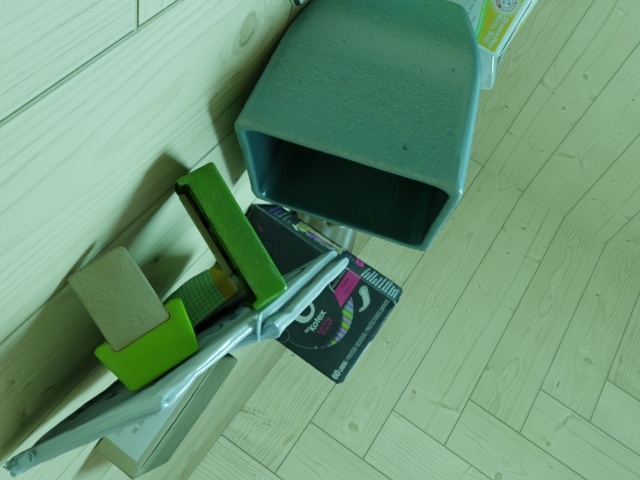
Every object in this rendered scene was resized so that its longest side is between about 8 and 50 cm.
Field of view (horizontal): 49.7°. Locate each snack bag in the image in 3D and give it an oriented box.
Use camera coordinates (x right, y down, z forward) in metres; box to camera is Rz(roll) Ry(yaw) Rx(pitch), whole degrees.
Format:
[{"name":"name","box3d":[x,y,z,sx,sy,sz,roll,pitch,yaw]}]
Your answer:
[{"name":"snack bag","box3d":[-0.158,0.141,0.804,0.323,0.037,0.342,-28,-174,36]}]

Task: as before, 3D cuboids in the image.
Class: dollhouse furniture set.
[{"name":"dollhouse furniture set","box3d":[-0.180,0.043,0.809,0.197,0.151,0.301,-33,-175,-12]}]

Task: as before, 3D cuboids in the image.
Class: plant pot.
[{"name":"plant pot","box3d":[0.000,0.000,1.397,0.167,0.167,0.165,-45,159,-53]},{"name":"plant pot","box3d":[0.065,-0.165,0.847,0.247,0.247,0.252,92,17,-74]}]

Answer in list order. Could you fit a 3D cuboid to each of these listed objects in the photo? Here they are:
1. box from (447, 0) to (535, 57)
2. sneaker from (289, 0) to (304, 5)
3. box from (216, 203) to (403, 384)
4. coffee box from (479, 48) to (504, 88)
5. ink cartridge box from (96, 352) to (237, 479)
[{"name":"box","box3d":[0.189,-0.352,0.908,0.114,0.203,0.103,-50,170,-38]},{"name":"sneaker","box3d":[-0.003,-0.272,0.698,0.083,0.037,0.032,-59,173,28]},{"name":"box","box3d":[-0.023,0.079,1.125,0.165,0.270,0.143,-58,172,9]},{"name":"coffee box","box3d":[0.251,-0.382,1.140,0.297,0.118,0.168,-59,151,-52]},{"name":"ink cartridge box","box3d":[-0.257,0.279,1.199,0.235,0.088,0.193,-54,170,-7]}]
